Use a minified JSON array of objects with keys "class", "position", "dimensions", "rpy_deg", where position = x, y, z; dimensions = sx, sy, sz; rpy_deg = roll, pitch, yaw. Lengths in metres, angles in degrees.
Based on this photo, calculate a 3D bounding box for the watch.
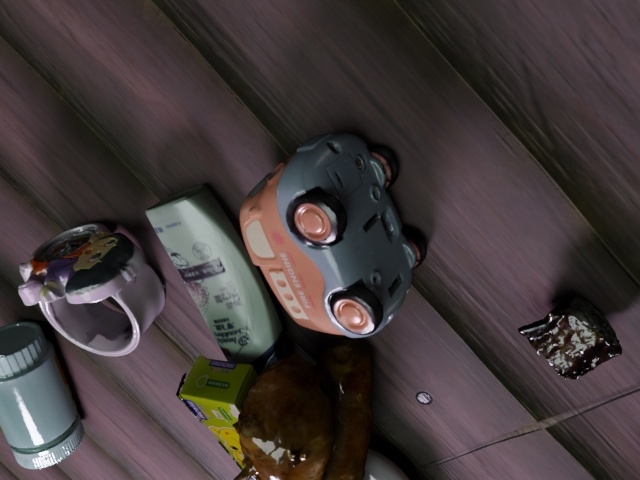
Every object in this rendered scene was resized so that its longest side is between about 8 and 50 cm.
[{"class":"watch","position":[-0.390,0.106,0.918],"dimensions":[0.244,0.196,0.231],"rpy_deg":[-2,122,21]}]

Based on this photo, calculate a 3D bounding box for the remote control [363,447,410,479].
[{"class":"remote control","position":[0.078,0.518,0.976],"dimensions":[0.221,0.103,0.331],"rpy_deg":[13,122,25]}]

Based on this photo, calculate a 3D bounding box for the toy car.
[{"class":"toy car","position":[0.000,0.000,0.700],"dimensions":[0.213,0.180,0.270],"rpy_deg":[-8,113,37]}]

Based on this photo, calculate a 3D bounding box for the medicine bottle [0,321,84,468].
[{"class":"medicine bottle","position":[-0.666,0.351,1.179],"dimensions":[0.158,0.158,0.317],"rpy_deg":[6,118,21]}]

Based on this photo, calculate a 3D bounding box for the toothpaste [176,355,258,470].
[{"class":"toothpaste","position":[-0.131,0.331,0.926],"dimensions":[0.110,0.077,0.327],"rpy_deg":[1,136,22]}]

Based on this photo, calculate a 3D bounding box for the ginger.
[{"class":"ginger","position":[-0.039,0.366,0.813],"dimensions":[0.176,0.254,0.417],"rpy_deg":[21,108,45]}]

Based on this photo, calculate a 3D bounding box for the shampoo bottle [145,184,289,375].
[{"class":"shampoo bottle","position":[-0.152,0.085,0.862],"dimensions":[0.134,0.078,0.359],"rpy_deg":[-15,109,28]}]

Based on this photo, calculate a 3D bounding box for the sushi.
[{"class":"sushi","position":[0.324,0.120,0.666],"dimensions":[0.098,0.094,0.084],"rpy_deg":[49,122,13]}]
